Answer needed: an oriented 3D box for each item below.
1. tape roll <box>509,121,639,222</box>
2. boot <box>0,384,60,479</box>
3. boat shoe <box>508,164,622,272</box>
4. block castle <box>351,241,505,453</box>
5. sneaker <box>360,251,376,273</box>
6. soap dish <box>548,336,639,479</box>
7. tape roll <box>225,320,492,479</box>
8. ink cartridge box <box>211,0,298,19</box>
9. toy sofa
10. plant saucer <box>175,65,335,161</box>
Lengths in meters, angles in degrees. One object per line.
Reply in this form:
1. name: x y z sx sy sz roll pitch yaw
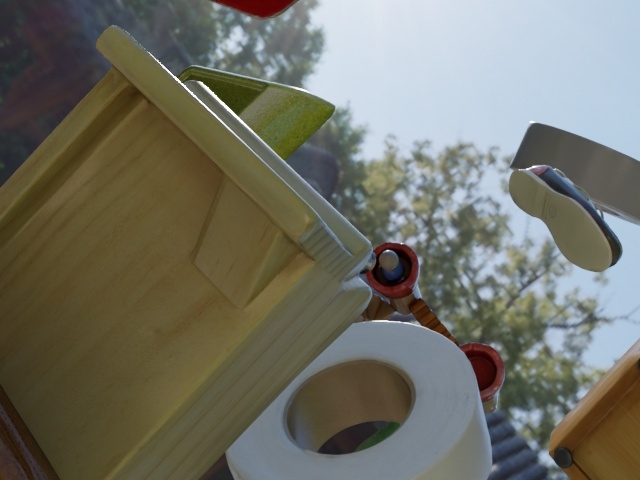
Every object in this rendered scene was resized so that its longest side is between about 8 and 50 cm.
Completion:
1. tape roll: 0.379 -0.090 1.430 0.219 0.072 0.219 23 4 -2
2. boot: -0.246 0.085 0.480 0.280 0.264 0.096 57 19 19
3. boat shoe: 0.206 -0.021 0.837 0.137 0.043 0.049 -127 -141 -51
4. block castle: 0.026 0.234 1.558 0.303 0.453 0.213 53 -2 27
5. sneaker: 0.000 0.000 1.517 0.083 0.084 0.215 26 6 -38
6. soap dish: 0.408 0.255 1.119 0.291 0.118 0.229 49 -57 24
7. tape roll: 0.040 0.215 1.123 0.286 0.286 0.100 34 -32 51
8. ink cartridge box: -0.046 -0.310 0.722 0.309 0.272 0.130 30 -23 46
9. toy sofa: -0.148 0.084 0.542 0.150 0.362 0.177 43 0 18
10. plant saucer: -0.111 -0.082 0.856 0.188 0.188 0.045 22 -28 49
